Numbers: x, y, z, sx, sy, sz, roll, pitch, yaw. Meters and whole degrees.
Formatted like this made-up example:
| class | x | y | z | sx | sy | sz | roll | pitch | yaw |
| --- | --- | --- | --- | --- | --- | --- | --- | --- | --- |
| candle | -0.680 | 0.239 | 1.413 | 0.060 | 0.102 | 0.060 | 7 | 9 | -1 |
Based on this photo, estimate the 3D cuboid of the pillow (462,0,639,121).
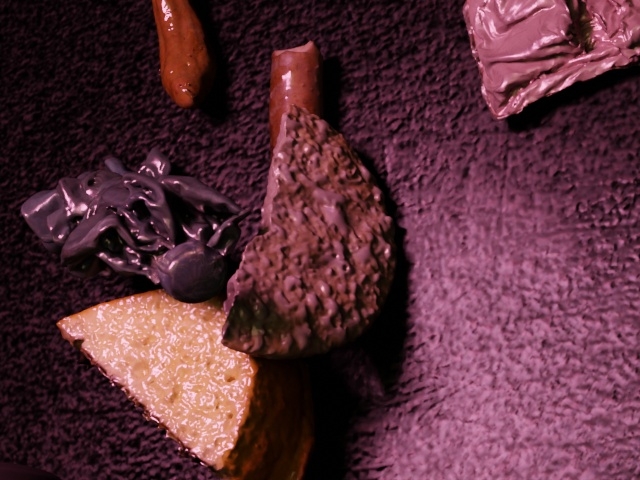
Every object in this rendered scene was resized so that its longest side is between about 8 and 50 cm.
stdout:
| class | x | y | z | sx | sy | sz | roll | pitch | yaw |
| --- | --- | --- | --- | --- | --- | --- | --- | --- | --- |
| pillow | 0.233 | -0.198 | 1.327 | 0.248 | 0.049 | 0.135 | -20 | 57 | 19 |

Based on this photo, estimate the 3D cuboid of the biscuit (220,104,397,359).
| class | x | y | z | sx | sy | sz | roll | pitch | yaw |
| --- | --- | --- | --- | --- | --- | --- | --- | --- | --- |
| biscuit | 0.002 | 0.004 | 1.335 | 0.032 | 0.133 | 0.250 | -49 | 20 | 50 |

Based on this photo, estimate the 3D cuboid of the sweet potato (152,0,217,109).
| class | x | y | z | sx | sy | sz | roll | pitch | yaw |
| --- | --- | --- | --- | --- | --- | --- | --- | --- | --- |
| sweet potato | -0.130 | -0.193 | 1.537 | 0.053 | 0.054 | 0.182 | -47 | 48 | 49 |

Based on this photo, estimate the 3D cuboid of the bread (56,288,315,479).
| class | x | y | z | sx | sy | sz | roll | pitch | yaw |
| --- | --- | --- | --- | --- | --- | --- | --- | --- | --- |
| bread | -0.091 | 0.108 | 1.347 | 0.260 | 0.129 | 0.134 | 34 | 81 | 36 |

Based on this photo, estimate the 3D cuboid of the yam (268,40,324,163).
| class | x | y | z | sx | sy | sz | roll | pitch | yaw |
| --- | --- | --- | --- | --- | --- | --- | --- | --- | --- |
| yam | -0.020 | -0.064 | 1.419 | 0.057 | 0.057 | 0.241 | -11 | 65 | 27 |

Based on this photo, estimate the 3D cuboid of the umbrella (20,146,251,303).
| class | x | y | z | sx | sy | sz | roll | pitch | yaw |
| --- | --- | --- | --- | --- | --- | --- | --- | --- | --- |
| umbrella | -0.151 | -0.013 | 1.364 | 0.143 | 0.094 | 0.349 | -38 | 20 | -8 |

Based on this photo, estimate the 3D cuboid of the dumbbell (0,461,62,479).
| class | x | y | z | sx | sy | sz | roll | pitch | yaw |
| --- | --- | --- | --- | --- | --- | --- | --- | --- | --- |
| dumbbell | -0.288 | 0.304 | 1.368 | 0.153 | 0.152 | 0.218 | -10 | 66 | 27 |
